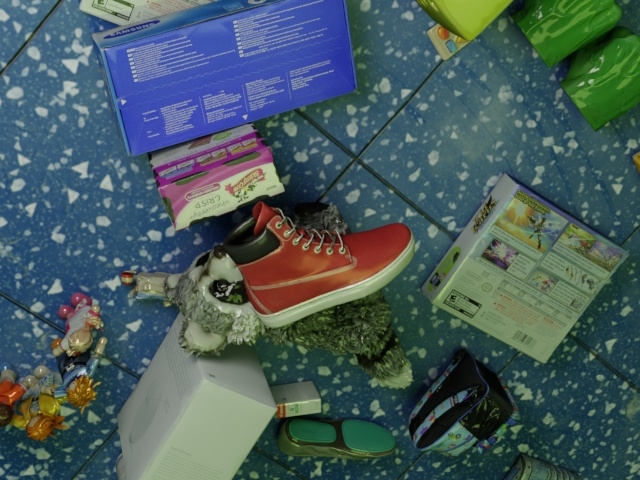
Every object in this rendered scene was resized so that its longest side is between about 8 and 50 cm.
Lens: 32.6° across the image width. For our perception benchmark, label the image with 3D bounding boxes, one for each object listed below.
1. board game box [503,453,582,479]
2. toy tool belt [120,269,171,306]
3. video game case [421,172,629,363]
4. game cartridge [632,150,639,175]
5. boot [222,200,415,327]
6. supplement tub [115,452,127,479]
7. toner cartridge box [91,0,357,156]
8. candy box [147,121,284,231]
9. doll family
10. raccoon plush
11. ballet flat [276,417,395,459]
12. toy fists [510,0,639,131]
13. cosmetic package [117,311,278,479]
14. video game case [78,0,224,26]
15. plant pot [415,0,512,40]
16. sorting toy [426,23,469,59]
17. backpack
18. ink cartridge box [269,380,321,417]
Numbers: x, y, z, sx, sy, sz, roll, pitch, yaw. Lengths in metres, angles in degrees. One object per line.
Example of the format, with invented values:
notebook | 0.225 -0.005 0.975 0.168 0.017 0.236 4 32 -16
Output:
board game box | 0.379 0.509 2.080 0.194 0.060 0.194 22 107 -25
toy tool belt | -0.269 0.077 1.692 0.083 0.052 0.051 4 105 -17
video game case | 0.346 0.051 1.852 0.269 0.061 0.244 28 105 -26
game cartridge | 0.721 -0.094 1.898 0.285 0.053 0.324 -33 118 1
boot | 0.000 0.000 1.477 0.244 0.088 0.176 -24 125 -2
supplement tub | -0.298 0.395 1.802 0.071 0.107 0.071 -6 116 -13
toner cartridge box | -0.129 -0.249 1.537 0.348 0.075 0.165 -18 121 -14
candy box | -0.153 -0.102 1.534 0.159 0.233 0.071 -20 113 -5
doll family | -0.394 0.211 1.654 0.263 0.163 0.118 -43 118 6
raccoon plush | -0.041 0.152 1.697 0.299 0.216 0.446 -28 119 -2
ballet flat | 0.025 0.349 1.907 0.213 0.072 0.068 10 139 -19
toy fists | 0.414 -0.302 1.688 0.142 0.096 0.279 -36 121 14
cosmetic package | -0.197 0.266 1.703 0.138 0.224 0.225 25 106 -24
video game case | -0.201 -0.372 1.515 0.212 0.023 0.193 18 109 -22
plant pot | 0.183 -0.436 1.487 0.207 0.228 0.227 40 99 -20
sorting toy | 0.193 -0.321 1.658 0.062 0.012 0.083 -35 119 3
backpack | 0.239 0.301 1.885 0.117 0.158 0.173 39 102 -21
ink cartridge box | -0.061 0.269 1.836 0.115 0.063 0.029 -6 114 -13
